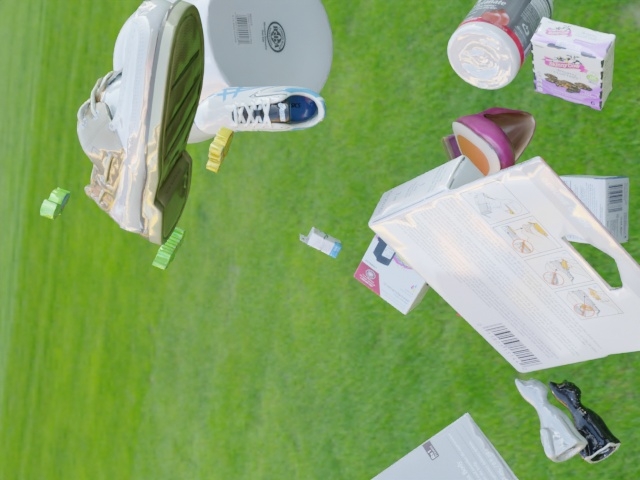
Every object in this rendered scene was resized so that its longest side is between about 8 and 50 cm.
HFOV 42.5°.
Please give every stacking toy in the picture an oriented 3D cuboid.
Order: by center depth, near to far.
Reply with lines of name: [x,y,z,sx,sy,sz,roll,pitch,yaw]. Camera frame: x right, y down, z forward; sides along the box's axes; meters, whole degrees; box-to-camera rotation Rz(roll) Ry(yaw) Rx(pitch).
stacking toy: [-0.224,-0.085,1.026,0.052,0.167,0.221,111,180,-55]

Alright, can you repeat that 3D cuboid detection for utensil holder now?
utensil holder: [-0.204,-0.388,1.729,0.385,0.327,0.328,-2,86,52]

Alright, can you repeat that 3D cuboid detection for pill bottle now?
pill bottle: [0.446,-0.521,1.960,0.318,0.176,0.176,-54,16,-30]

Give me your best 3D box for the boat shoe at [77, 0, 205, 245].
boat shoe: [-0.181,-0.109,0.794,0.302,0.103,0.113,110,-177,-50]

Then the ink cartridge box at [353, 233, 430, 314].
ink cartridge box: [0.157,0.025,1.505,0.127,0.072,0.175,36,124,16]

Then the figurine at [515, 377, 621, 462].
figurine: [0.562,0.405,1.913,0.092,0.214,0.209,-52,44,30]

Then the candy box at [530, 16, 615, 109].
candy box: [0.561,-0.392,1.831,0.164,0.196,0.070,24,75,26]

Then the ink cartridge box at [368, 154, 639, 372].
ink cartridge box: [0.242,0.024,0.929,0.261,0.296,0.066,-23,30,50]

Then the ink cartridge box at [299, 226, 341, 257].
ink cartridge box: [0.000,0.000,1.695,0.028,0.083,0.048,-61,9,14]

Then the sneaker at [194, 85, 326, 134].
sneaker: [-0.103,-0.228,1.439,0.086,0.237,0.085,-148,52,-69]

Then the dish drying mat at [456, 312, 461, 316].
dish drying mat: [0.320,0.155,1.781,0.032,0.008,0.083,-48,7,-6]

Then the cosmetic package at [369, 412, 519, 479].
cosmetic package: [0.141,0.354,1.118,0.127,0.238,0.107,53,178,21]

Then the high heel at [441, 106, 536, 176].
high heel: [0.318,-0.181,1.393,0.377,0.181,0.127,-98,-14,-77]

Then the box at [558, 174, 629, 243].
box: [0.515,-0.061,1.579,0.137,0.072,0.126,13,108,58]
